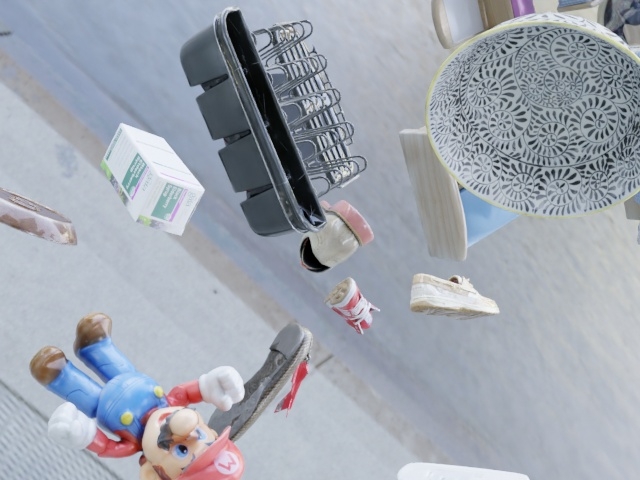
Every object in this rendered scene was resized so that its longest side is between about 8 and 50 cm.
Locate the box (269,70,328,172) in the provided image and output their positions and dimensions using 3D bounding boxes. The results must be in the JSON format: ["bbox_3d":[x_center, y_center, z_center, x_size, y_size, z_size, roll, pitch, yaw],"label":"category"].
[{"bbox_3d":[-0.036,-0.190,1.422,0.158,0.093,0.156,-63,152,-77],"label":"box"}]

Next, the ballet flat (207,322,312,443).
[{"bbox_3d":[-0.095,0.245,1.448,0.084,0.250,0.058,26,-15,49],"label":"ballet flat"}]

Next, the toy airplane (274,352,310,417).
[{"bbox_3d":[-0.049,0.277,1.716,0.028,0.151,0.151,23,40,-3],"label":"toy airplane"}]

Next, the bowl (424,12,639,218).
[{"bbox_3d":[0.168,-0.105,0.653,0.170,0.170,0.080,40,47,-17],"label":"bowl"}]

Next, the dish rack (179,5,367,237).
[{"bbox_3d":[-0.025,-0.127,0.885,0.271,0.074,0.208,-37,108,-61],"label":"dish rack"}]

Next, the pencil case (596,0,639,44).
[{"bbox_3d":[0.478,-0.296,0.952,0.410,0.183,0.160,-35,89,-15],"label":"pencil case"}]

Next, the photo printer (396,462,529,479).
[{"bbox_3d":[0.281,0.581,1.680,0.107,0.256,0.308,-33,118,-59],"label":"photo printer"}]

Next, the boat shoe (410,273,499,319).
[{"bbox_3d":[0.194,0.078,1.271,0.170,0.063,0.059,12,68,-42],"label":"boat shoe"}]

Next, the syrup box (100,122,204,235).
[{"bbox_3d":[-0.301,-0.111,1.579,0.096,0.093,0.237,18,18,-35],"label":"syrup box"}]

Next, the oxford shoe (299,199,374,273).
[{"bbox_3d":[0.000,0.000,1.787,0.123,0.130,0.348,50,-10,0],"label":"oxford shoe"}]

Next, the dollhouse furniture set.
[{"bbox_3d":[0.245,-0.110,0.805,0.198,0.303,0.287,-30,114,-31],"label":"dollhouse furniture set"}]

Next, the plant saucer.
[{"bbox_3d":[-0.399,-0.039,1.193,0.168,0.029,0.168,25,0,0],"label":"plant saucer"}]

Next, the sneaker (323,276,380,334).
[{"bbox_3d":[0.044,0.083,1.109,0.067,0.042,0.118,39,-8,-2],"label":"sneaker"}]

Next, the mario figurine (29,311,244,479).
[{"bbox_3d":[-0.230,0.215,1.188,0.320,0.198,0.170,35,-3,17],"label":"mario figurine"}]
